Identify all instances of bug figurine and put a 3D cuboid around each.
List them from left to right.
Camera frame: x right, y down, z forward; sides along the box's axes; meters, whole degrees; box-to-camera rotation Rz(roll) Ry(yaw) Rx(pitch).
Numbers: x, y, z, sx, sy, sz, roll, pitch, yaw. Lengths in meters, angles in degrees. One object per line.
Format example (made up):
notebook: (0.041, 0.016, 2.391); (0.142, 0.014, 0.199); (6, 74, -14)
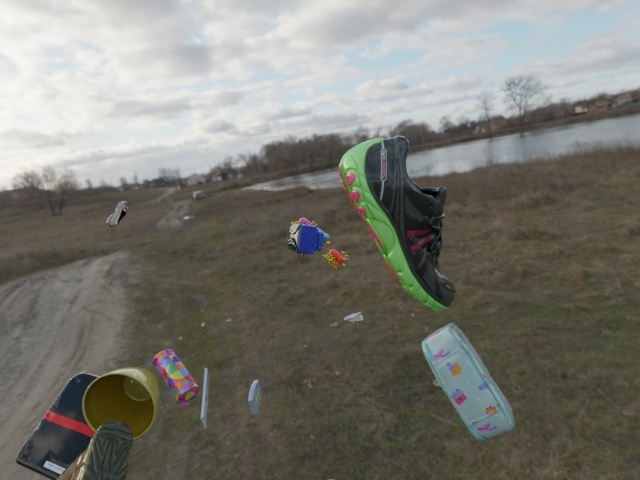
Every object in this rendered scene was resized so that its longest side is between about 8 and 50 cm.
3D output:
bug figurine: (0.000, 0.000, 1.702); (0.072, 0.279, 0.216); (-48, 55, -7)

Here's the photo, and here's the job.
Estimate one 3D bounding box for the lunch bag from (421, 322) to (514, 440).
lunch bag: (0.371, 0.352, 1.093); (0.108, 0.279, 0.224); (-33, -15, 13)

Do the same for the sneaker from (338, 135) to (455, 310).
sneaker: (0.228, -0.026, 1.012); (0.202, 0.482, 0.185); (-31, 26, 2)

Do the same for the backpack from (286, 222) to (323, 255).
backpack: (-0.053, 0.000, 1.379); (0.101, 0.097, 0.120); (15, -5, -26)

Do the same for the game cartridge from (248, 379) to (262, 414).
game cartridge: (-0.174, 0.414, 1.150); (0.017, 0.056, 0.083); (-13, 19, 8)

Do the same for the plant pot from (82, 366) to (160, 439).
plant pot: (-0.364, 0.298, 0.828); (0.134, 0.134, 0.095); (-8, 7, 2)

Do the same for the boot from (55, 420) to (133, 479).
boot: (-0.415, 0.466, 0.729); (0.269, 0.089, 0.236); (-47, 25, 27)

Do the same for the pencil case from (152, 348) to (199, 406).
pencil case: (-0.590, 0.554, 1.756); (0.104, 0.104, 0.236); (-17, 49, -41)

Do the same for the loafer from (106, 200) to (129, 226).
loafer: (-0.707, -0.092, 1.530); (0.039, 0.045, 0.125); (5, 44, 9)

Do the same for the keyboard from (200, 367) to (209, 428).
keyboard: (-0.477, 0.648, 1.788); (0.014, 0.072, 0.256); (-4, 33, -8)

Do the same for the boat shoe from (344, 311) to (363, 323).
boat shoe: (0.120, 0.283, 1.553); (0.035, 0.035, 0.100); (-25, -2, -37)

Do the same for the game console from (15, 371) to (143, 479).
game console: (-0.796, 0.640, 1.478); (0.387, 0.060, 0.342); (6, 52, 23)
